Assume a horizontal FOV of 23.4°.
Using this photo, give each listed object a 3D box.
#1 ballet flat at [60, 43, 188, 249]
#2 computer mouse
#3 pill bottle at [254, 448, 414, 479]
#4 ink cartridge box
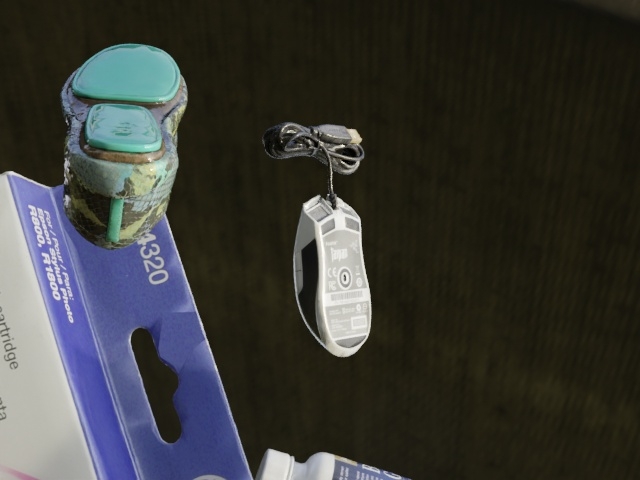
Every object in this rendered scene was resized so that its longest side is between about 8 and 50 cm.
[{"bbox_3d":[-0.103,-0.048,0.789,0.070,0.188,0.070,0,-68,-1],"label":"ballet flat"},{"bbox_3d":[0.000,0.000,1.269,0.042,0.106,0.193,-5,-91,39],"label":"computer mouse"},{"bbox_3d":[0.023,0.241,1.358,0.169,0.094,0.094,18,-36,-5],"label":"pill bottle"},{"bbox_3d":[-0.228,0.130,1.021,0.330,0.324,0.071,-20,-14,-2],"label":"ink cartridge box"}]
